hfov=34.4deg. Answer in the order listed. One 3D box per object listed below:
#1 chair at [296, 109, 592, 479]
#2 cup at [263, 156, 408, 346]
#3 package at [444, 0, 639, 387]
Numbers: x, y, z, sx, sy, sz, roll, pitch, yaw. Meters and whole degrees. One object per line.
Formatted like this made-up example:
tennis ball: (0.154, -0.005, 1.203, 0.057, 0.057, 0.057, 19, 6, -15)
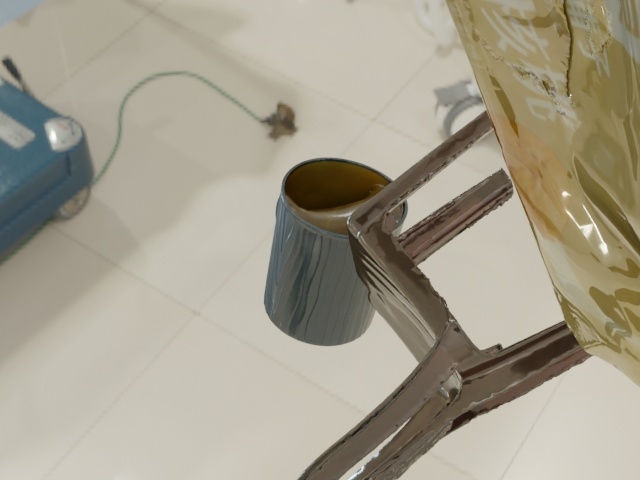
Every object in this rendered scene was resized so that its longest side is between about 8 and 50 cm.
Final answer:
chair: (0.061, 0.074, 0.758, 0.326, 0.176, 0.183, -33, 70, -7)
cup: (0.010, 0.003, 0.961, 0.113, 0.138, 0.150, 11, 38, -3)
package: (0.134, -0.060, 0.331, 0.221, 0.311, 0.165, -6, 37, 27)
